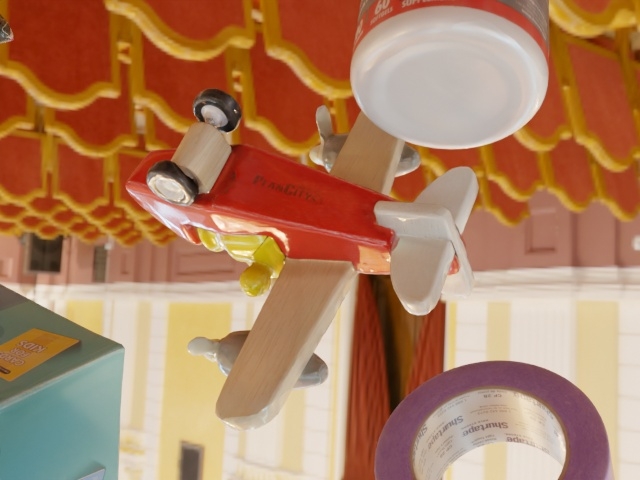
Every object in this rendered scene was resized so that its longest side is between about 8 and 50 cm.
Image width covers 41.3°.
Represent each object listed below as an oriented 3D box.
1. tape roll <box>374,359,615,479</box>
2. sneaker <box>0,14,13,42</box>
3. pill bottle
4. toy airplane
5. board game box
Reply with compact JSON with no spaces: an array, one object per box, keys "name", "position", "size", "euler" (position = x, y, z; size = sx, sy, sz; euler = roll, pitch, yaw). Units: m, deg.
[{"name":"tape roll","position":[0.145,0.196,0.704],"size":[0.189,0.189,0.080],"euler":[0,133,26]},{"name":"sneaker","position":[-0.447,-0.303,1.063],"size":[0.072,0.077,0.178],"euler":[-29,-128,-28]},{"name":"pill bottle","position":[0.156,-0.305,0.981],"size":[0.210,0.362,0.210],"euler":[7,149,4]},{"name":"toy airplane","position":[0.000,0.000,1.019],"size":[0.386,0.384,0.272],"euler":[-20,148,-13]},{"name":"board game box","position":[-0.237,0.175,0.508],"size":[0.254,0.336,0.079],"euler":[20,-154,30]}]
